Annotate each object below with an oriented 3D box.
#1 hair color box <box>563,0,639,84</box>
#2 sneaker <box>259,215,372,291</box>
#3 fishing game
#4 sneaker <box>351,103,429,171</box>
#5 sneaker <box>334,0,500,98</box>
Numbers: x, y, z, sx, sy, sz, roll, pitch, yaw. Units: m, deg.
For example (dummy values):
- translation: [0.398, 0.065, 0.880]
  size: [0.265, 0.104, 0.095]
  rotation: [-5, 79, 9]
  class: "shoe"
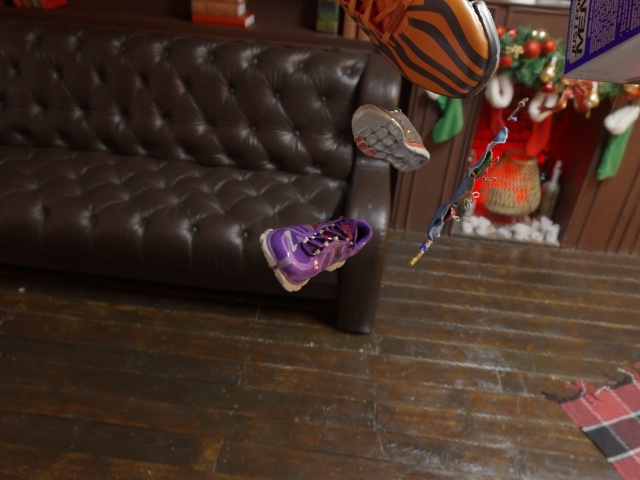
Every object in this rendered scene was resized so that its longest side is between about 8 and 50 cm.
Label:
- translation: [0.360, -0.210, 0.435]
  size: [0.185, 0.110, 0.339]
  rotation: [5, 5, 1]
  class: "hair color box"
- translation: [0.000, 0.000, 0.565]
  size: [0.068, 0.071, 0.170]
  rotation: [61, 30, 4]
  class: "sneaker"
- translation: [0.210, -0.073, 0.753]
  size: [0.041, 0.264, 0.189]
  rotation: [35, 20, 11]
  class: "fishing game"
- translation: [0.086, -0.143, 0.704]
  size: [0.061, 0.158, 0.064]
  rotation: [-19, 64, 28]
  class: "sneaker"
- translation: [0.035, -0.262, 0.578]
  size: [0.180, 0.124, 0.321]
  rotation: [-22, 65, -44]
  class: "sneaker"
